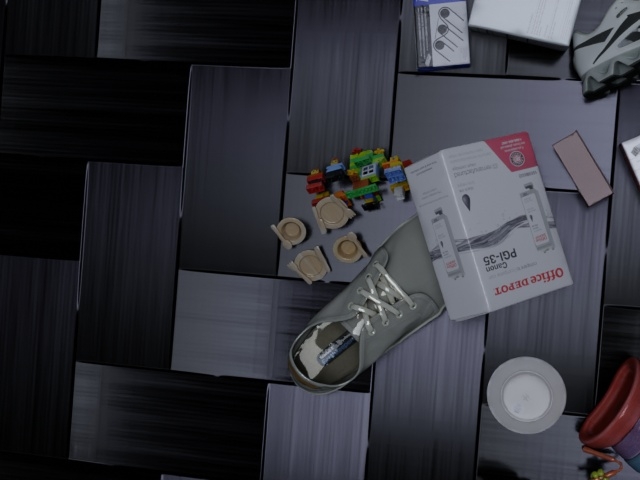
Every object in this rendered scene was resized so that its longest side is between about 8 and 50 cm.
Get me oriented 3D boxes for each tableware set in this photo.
[{"bbox_3d":[0.000,0.000,1.770,0.169,0.020,0.141,-25,108,20],"label":"tableware set"}]

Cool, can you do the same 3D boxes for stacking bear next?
[{"bbox_3d":[0.615,0.352,1.620,0.289,0.164,0.175,32,93,4],"label":"stacking bear"}]

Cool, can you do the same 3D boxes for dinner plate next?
[{"bbox_3d":[0.372,0.281,1.733,0.141,0.017,0.141,0,91,12],"label":"dinner plate"}]

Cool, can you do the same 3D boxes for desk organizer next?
[{"bbox_3d":[0.465,-0.126,1.699,0.050,0.047,0.130,-31,84,12],"label":"desk organizer"}]

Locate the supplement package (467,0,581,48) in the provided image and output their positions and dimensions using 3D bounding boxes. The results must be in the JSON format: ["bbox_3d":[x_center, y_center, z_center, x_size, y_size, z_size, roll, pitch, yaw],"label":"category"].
[{"bbox_3d":[0.359,-0.405,1.685,0.179,0.105,0.105,15,100,10],"label":"supplement package"}]

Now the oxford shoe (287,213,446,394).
[{"bbox_3d":[0.111,0.113,1.728,0.449,0.130,0.169,-45,79,6],"label":"oxford shoe"}]

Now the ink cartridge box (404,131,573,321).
[{"bbox_3d":[0.292,-0.024,1.649,0.207,0.117,0.283,-15,86,-31],"label":"ink cartridge box"}]

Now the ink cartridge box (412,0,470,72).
[{"bbox_3d":[0.218,-0.416,1.746,0.097,0.046,0.207,-4,89,10],"label":"ink cartridge box"}]

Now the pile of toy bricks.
[{"bbox_3d":[0.076,-0.127,1.758,0.212,0.118,0.105,-14,49,21],"label":"pile of toy bricks"}]

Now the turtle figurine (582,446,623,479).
[{"bbox_3d":[0.499,0.487,1.620,0.269,0.217,0.087,44,141,28],"label":"turtle figurine"}]

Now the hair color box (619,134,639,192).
[{"bbox_3d":[0.598,-0.111,1.670,0.093,0.053,0.167,-23,87,11],"label":"hair color box"}]

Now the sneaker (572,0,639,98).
[{"bbox_3d":[0.563,-0.374,1.601,0.330,0.122,0.146,-25,73,36],"label":"sneaker"}]
